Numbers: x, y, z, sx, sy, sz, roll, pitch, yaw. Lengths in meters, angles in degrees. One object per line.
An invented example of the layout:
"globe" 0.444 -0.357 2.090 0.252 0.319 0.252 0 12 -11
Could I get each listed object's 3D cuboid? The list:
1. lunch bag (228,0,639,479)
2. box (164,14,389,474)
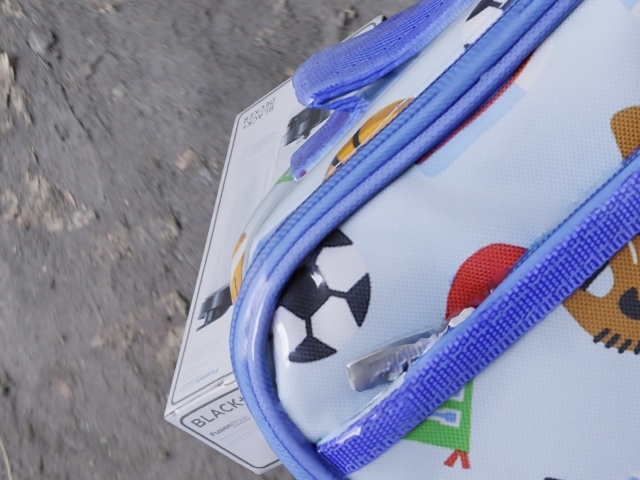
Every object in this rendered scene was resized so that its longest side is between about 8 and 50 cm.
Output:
"lunch bag" 0.125 -0.001 0.418 0.303 0.115 0.243 -43 102 5
"box" 0.000 0.000 1.057 0.087 0.290 0.169 36 132 -27
